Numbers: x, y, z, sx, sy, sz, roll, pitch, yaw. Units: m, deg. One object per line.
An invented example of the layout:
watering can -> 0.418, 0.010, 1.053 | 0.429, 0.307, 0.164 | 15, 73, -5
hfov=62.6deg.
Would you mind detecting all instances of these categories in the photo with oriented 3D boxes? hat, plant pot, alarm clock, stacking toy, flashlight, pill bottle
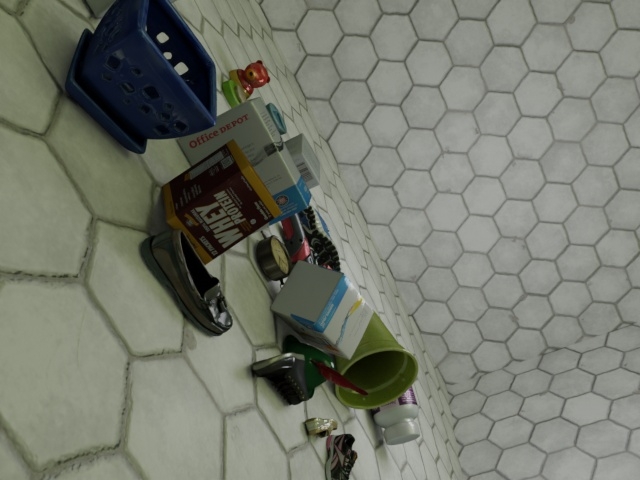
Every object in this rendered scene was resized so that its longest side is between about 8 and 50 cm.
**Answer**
hat -> 0.023, 0.327, 1.433 | 0.209, 0.183, 0.173 | 68, 15, 4
plant pot -> -0.358, -0.333, 1.054 | 0.236, 0.212, 0.236 | 50, 22, -45
alarm clock -> -0.130, 0.071, 1.526 | 0.129, 0.064, 0.192 | 31, 36, -66
plant pot -> 0.145, 0.364, 1.734 | 0.276, 0.276, 0.254 | 55, 7, -38
stacking toy -> -0.226, -0.510, 1.959 | 0.309, 0.130, 0.279 | 61, 15, -18
flashlight -> -0.105, -0.042, 1.619 | 0.103, 0.103, 0.304 | -45, 127, -39
pill bottle -> 0.259, 0.574, 1.914 | 0.169, 0.169, 0.302 | 46, 24, -53

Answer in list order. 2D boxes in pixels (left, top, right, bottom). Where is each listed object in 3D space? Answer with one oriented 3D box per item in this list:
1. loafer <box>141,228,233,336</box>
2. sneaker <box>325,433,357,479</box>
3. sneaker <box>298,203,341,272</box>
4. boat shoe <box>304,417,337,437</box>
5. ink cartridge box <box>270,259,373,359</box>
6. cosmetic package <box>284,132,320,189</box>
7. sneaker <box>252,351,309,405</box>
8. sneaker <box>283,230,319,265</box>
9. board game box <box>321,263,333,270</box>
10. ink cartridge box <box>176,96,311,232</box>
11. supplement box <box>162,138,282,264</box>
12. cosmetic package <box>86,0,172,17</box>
loafer -> -0.244, 0.089, 1.052 | 0.267, 0.084, 0.096 | 57, 17, -31
sneaker -> 0.060, 0.581, 1.384 | 0.072, 0.077, 0.178 | 55, 19, -34
sneaker -> 0.000, 0.000, 1.972 | 0.330, 0.129, 0.147 | 68, 17, 6
boat shoe -> 0.004, 0.496, 1.385 | 0.135, 0.050, 0.045 | 29, 41, -51
ink cartridge box -> 0.011, 0.200, 1.501 | 0.168, 0.171, 0.233 | -60, 138, -21
cosmetic package -> -0.100, -0.285, 2.011 | 0.151, 0.151, 0.184 | 58, 17, -30
sneaker -> -0.082, 0.335, 1.255 | 0.222, 0.083, 0.118 | 26, 47, -65
sneaker -> -0.056, 0.035, 1.805 | 0.237, 0.086, 0.085 | 64, 16, -5
board game box -> 0.044, 0.205, 1.840 | 0.145, 0.027, 0.281 | -62, 144, -15
ink cartridge box -> -0.192, -0.190, 1.394 | 0.307, 0.223, 0.129 | 62, 15, -16
supplement box -> -0.215, -0.087, 1.122 | 0.129, 0.194, 0.191 | 56, -1, -33
cosmetic package -> -0.441, -0.785, 1.230 | 0.394, 0.329, 0.327 | 61, 15, -18
